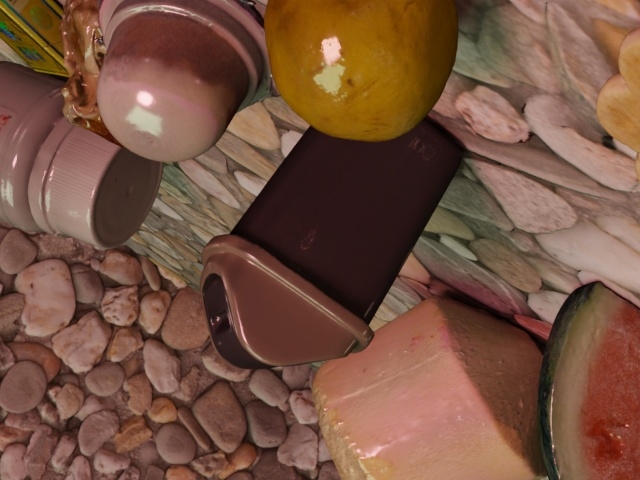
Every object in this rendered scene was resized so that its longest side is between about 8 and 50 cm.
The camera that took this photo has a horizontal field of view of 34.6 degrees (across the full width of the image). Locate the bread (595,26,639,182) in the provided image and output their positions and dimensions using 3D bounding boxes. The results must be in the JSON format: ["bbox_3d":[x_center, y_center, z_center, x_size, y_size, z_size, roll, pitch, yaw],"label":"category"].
[{"bbox_3d":[0.286,-0.064,0.705,0.251,0.039,0.182,43,163,-34],"label":"bread"}]

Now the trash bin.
[{"bbox_3d":[0.000,0.000,1.031,0.182,0.290,0.209,35,165,-6],"label":"trash bin"}]

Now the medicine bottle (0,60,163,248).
[{"bbox_3d":[-0.430,-0.132,1.636,0.306,0.245,0.245,21,163,16],"label":"medicine bottle"}]

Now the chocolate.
[{"bbox_3d":[-0.145,-0.152,1.043,0.221,0.147,0.221,7,152,4],"label":"chocolate"}]

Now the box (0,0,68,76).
[{"bbox_3d":[-0.411,-0.311,1.369,0.141,0.064,0.220,16,156,49],"label":"box"}]

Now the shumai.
[{"bbox_3d":[-0.247,-0.199,1.207,0.209,0.153,0.161,22,174,42],"label":"shumai"}]

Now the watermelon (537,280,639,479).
[{"bbox_3d":[0.355,0.200,1.146,0.293,0.283,0.250,-19,147,40],"label":"watermelon"}]

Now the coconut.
[{"bbox_3d":[0.177,0.233,1.424,0.297,0.309,0.297,57,-166,-22],"label":"coconut"}]

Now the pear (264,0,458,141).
[{"bbox_3d":[0.030,-0.149,0.762,0.149,0.149,0.162,29,158,16],"label":"pear"}]
